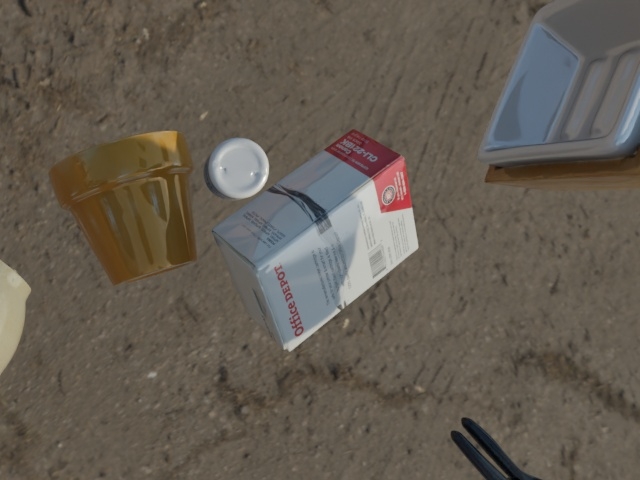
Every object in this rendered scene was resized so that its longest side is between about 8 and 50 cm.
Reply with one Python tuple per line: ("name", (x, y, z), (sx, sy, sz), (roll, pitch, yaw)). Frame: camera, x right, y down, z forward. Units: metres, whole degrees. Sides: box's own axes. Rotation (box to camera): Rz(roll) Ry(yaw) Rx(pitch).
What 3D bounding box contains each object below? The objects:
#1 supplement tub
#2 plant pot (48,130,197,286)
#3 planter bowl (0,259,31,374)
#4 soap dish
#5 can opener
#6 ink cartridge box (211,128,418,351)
("supplement tub", (-0.102, -0.083, 0.953), (0.071, 0.107, 0.070), (0, 90, -12))
("plant pot", (-0.270, -0.039, 1.184), (0.205, 0.205, 0.187), (-17, 88, -38))
("planter bowl", (-0.381, 0.066, 0.854), (0.162, 0.162, 0.109), (39, 66, -12))
("soap dish", (0.302, -0.157, 0.839), (0.118, 0.291, 0.228), (24, 86, -15))
("can opener", (0.243, 0.312, 1.065), (0.186, 0.073, 0.059), (43, 55, -6))
("ink cartridge box", (0.000, 0.000, 1.170), (0.273, 0.197, 0.114), (-38, 49, -20))
